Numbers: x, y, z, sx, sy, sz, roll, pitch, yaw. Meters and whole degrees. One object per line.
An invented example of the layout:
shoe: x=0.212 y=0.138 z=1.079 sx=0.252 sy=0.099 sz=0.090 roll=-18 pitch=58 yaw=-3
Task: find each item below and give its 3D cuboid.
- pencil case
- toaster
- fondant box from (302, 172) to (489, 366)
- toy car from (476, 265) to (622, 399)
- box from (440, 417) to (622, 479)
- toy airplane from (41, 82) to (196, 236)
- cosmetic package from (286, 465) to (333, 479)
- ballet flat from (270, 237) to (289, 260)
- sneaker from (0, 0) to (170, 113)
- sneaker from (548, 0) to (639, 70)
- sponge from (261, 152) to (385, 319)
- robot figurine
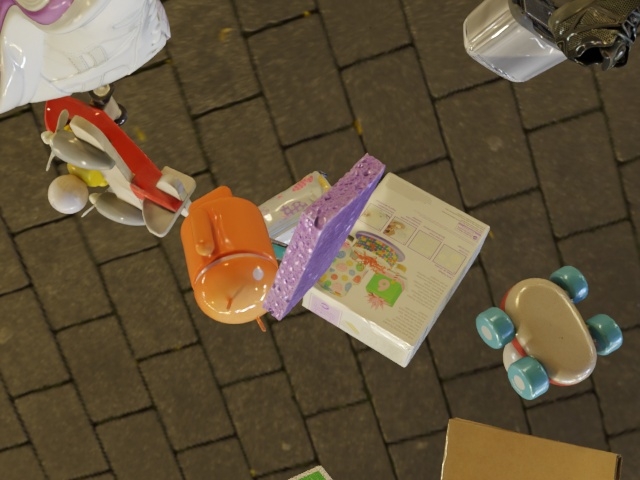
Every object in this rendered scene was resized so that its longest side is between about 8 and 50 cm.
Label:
pencil case: x=-0.082 y=-0.038 z=1.831 sx=0.273 sy=0.124 sz=0.113 roll=-32 pitch=120 yaw=-6
toaster: x=0.382 y=-0.408 z=1.648 sx=0.227 sy=0.129 sz=0.146 roll=20 pitch=145 yaw=-31
fondant box: x=0.150 y=0.049 z=1.659 sx=0.238 sy=0.330 sz=0.096 roll=30 pitch=147 yaw=13
toy car: x=0.408 y=0.199 z=1.629 sx=0.219 sy=0.238 sz=0.210 roll=-26 pitch=74 yaw=-19
box: x=0.222 y=0.296 z=0.930 sx=0.201 sy=0.021 sz=0.164 roll=4 pitch=82 yaw=39
toy airplane: x=-0.465 y=-0.140 z=1.862 sx=0.272 sy=0.384 sz=0.386 roll=-39 pitch=120 yaw=-12
cosmetic package: x=-0.104 y=0.671 z=1.856 sx=0.197 sy=0.366 sz=0.155 roll=43 pitch=131 yaw=35
ballet flat: x=-0.062 y=0.021 z=1.526 sx=0.114 sy=0.041 sz=0.041 roll=19 pitch=105 yaw=-22
sneaker: x=-0.166 y=-0.188 z=0.616 sx=0.152 sy=0.305 sz=0.114 roll=-18 pitch=90 yaw=-36
sneaker: x=0.472 y=-0.339 z=1.281 sx=0.227 sy=0.087 sz=0.130 roll=-27 pitch=60 yaw=23
sponge: x=0.000 y=0.000 z=0.939 sx=0.031 sy=0.117 sz=0.210 roll=39 pitch=146 yaw=9
robot figurine: x=-0.127 y=0.027 z=1.205 sx=0.128 sy=0.219 sz=0.158 roll=-5 pitch=141 yaw=-18
